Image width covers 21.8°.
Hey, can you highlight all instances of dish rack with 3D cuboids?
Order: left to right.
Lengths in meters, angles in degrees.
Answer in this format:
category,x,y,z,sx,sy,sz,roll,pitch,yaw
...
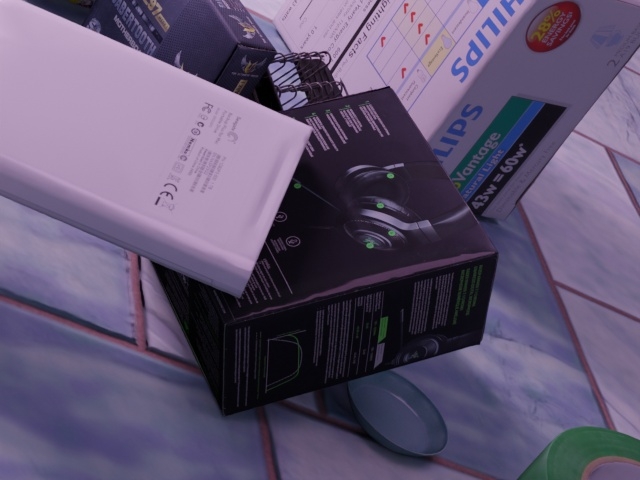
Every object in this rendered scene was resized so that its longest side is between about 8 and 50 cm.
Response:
category,x,y,z,sx,sy,sz,roll,pitch,yaw
dish rack,-0.014,-0.126,1.868,0.271,0.074,0.208,-12,82,-58

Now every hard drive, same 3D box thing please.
category,x,y,z,sx,sy,sz,roll,pitch,yaw
hard drive,-0.178,-0.088,1.453,0.308,0.040,0.203,23,46,-2

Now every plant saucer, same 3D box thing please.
category,x,y,z,sx,sy,sz,roll,pitch,yaw
plant saucer,0.071,0.171,1.630,0.119,0.021,0.119,28,28,-16

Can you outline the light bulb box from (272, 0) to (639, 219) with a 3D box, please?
category,x,y,z,sx,sy,sz,roll,pitch,yaw
light bulb box,0.175,-0.279,2.103,0.225,0.358,0.361,8,40,-41

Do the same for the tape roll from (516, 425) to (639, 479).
category,x,y,z,sx,sy,sz,roll,pitch,yaw
tape roll,0.329,0.325,1.633,0.321,0.077,0.321,28,28,-17

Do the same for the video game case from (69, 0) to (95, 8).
category,x,y,z,sx,sy,sz,roll,pitch,yaw
video game case,-0.203,-0.326,1.895,0.232,0.210,0.041,15,57,-36

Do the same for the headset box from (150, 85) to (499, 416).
category,x,y,z,sx,sy,sz,roll,pitch,yaw
headset box,0.000,0.000,1.554,0.283,0.131,0.246,-15,49,-18

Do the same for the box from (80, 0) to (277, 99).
category,x,y,z,sx,sy,sz,roll,pitch,yaw
box,-0.161,-0.208,1.779,0.059,0.183,0.232,4,42,-45
